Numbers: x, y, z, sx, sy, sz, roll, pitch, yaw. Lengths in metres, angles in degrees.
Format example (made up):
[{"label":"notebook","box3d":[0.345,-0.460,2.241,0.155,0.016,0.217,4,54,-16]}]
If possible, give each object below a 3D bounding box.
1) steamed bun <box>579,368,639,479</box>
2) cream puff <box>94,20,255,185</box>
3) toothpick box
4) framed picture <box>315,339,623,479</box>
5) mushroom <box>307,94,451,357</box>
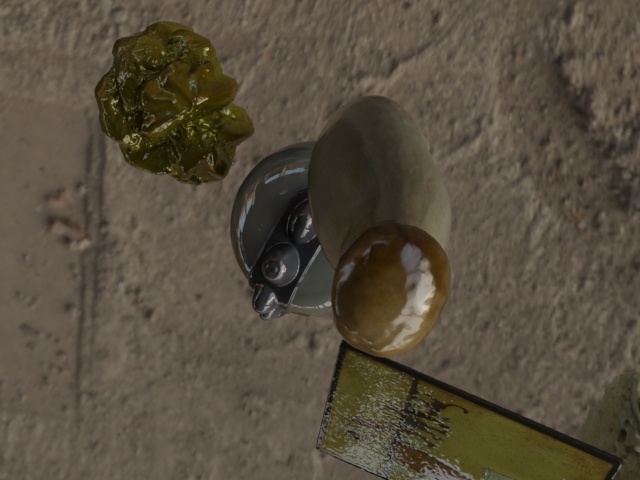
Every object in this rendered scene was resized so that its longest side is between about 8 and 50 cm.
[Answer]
[{"label":"steamed bun","box3d":[0.420,0.329,1.586,0.273,0.290,0.272,20,133,5]},{"label":"cream puff","box3d":[-0.186,-0.172,1.552,0.194,0.195,0.221,-22,111,25]},{"label":"toothpick box","box3d":[0.000,0.000,1.457,0.229,0.316,0.229,-1,86,10]},{"label":"framed picture","box3d":[0.162,0.253,1.432,0.338,0.014,0.255,23,143,8]},{"label":"mushroom","box3d":[0.050,-0.025,1.038,0.128,0.350,0.128,-1,116,-1]}]
